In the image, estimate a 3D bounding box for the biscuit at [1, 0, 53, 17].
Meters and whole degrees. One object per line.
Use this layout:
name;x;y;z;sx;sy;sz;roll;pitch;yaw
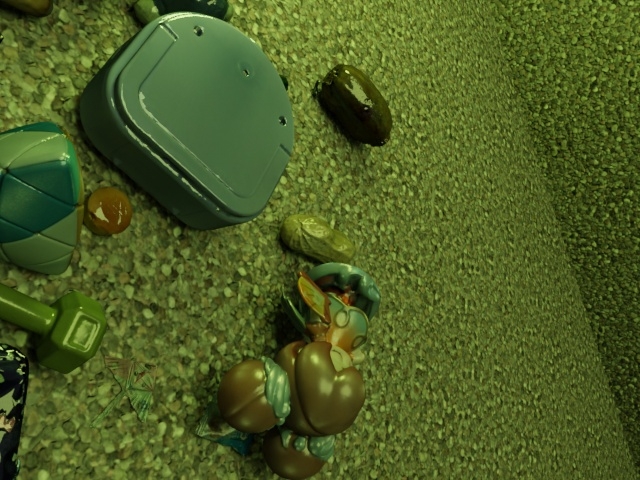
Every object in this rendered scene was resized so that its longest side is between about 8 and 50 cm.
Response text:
biscuit;-0.529;-0.488;0.932;0.290;0.062;0.237;0;77;-73

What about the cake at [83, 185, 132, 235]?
cake;-0.365;-0.049;1.062;0.084;0.044;0.084;20;64;-46

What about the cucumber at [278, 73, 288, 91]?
cucumber;-0.151;-0.328;1.372;0.227;0.069;0.069;-30;101;-46

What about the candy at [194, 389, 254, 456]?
candy;-0.171;0.345;1.171;0.136;0.038;0.088;40;63;-35

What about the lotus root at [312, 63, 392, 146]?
lotus root;0.097;-0.351;1.613;0.241;0.124;0.123;47;58;-28

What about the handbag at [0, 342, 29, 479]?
handbag;-0.475;0.253;0.791;0.161;0.113;0.261;8;76;-42

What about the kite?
kite;-0.331;0.252;1.040;0.152;0.005;0.137;-38;105;-47

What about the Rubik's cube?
Rubik's cube;-0.459;-0.040;0.904;0.254;0.254;0.255;17;66;-45

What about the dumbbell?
dumbbell;-0.451;0.085;0.873;0.302;0.108;0.122;36;62;-36

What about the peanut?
peanut;0.000;0.000;1.421;0.214;0.098;0.090;27;34;-43

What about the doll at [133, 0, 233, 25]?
doll;-0.268;-0.545;1.258;0.228;0.154;0.259;8;66;-43

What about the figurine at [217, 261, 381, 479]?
figurine;-0.019;0.234;1.222;0.277;0.248;0.388;53;27;-27

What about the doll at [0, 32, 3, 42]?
doll;-0.554;-0.278;0.885;0.127;0.088;0.249;50;50;-27

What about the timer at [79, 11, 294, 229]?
timer;-0.223;-0.240;1.174;0.394;0.173;0.395;11;74;-42
